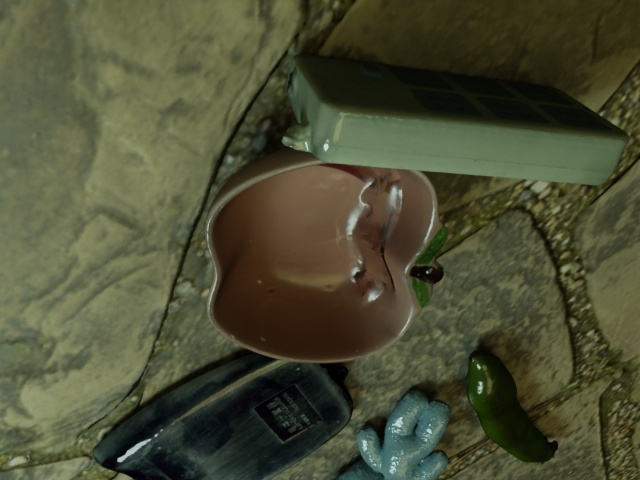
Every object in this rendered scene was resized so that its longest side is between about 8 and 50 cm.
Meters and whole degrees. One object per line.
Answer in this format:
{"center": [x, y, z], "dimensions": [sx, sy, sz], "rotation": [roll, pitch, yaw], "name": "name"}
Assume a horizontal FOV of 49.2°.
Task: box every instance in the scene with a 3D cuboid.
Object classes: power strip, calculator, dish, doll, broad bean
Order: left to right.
{"center": [-0.088, 0.201, 0.739], "dimensions": [0.268, 0.040, 0.177], "rotation": [-31, 128, 1], "name": "calculator"}
{"center": [0.000, 0.000, 0.590], "dimensions": [0.214, 0.090, 0.213], "rotation": [-6, 124, -9], "name": "dish"}
{"center": [0.090, 0.253, 0.811], "dimensions": [0.120, 0.075, 0.179], "rotation": [26, 96, 12], "name": "doll"}
{"center": [0.099, -0.094, 0.533], "dimensions": [0.271, 0.118, 0.046], "rotation": [2, 124, -17], "name": "power strip"}
{"center": [0.218, 0.205, 0.818], "dimensions": [0.065, 0.046, 0.254], "rotation": [-37, 127, 3], "name": "broad bean"}
